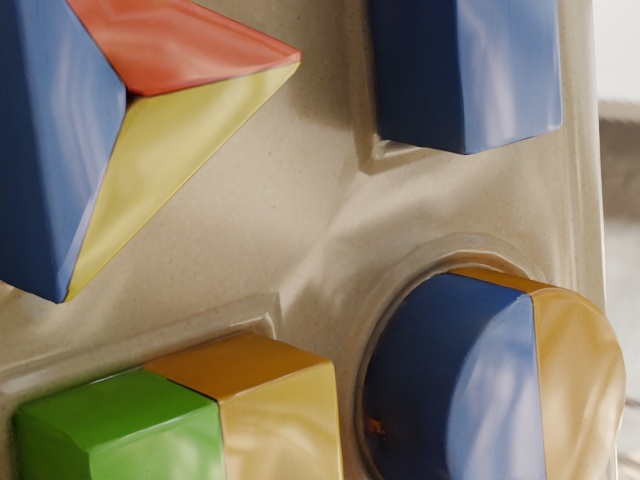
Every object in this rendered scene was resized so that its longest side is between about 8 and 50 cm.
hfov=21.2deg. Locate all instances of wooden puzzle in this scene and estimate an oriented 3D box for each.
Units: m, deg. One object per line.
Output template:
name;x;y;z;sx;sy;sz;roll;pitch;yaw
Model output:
wooden puzzle;0.000;0.000;0.570;0.080;0.348;0.322;12;-67;47
